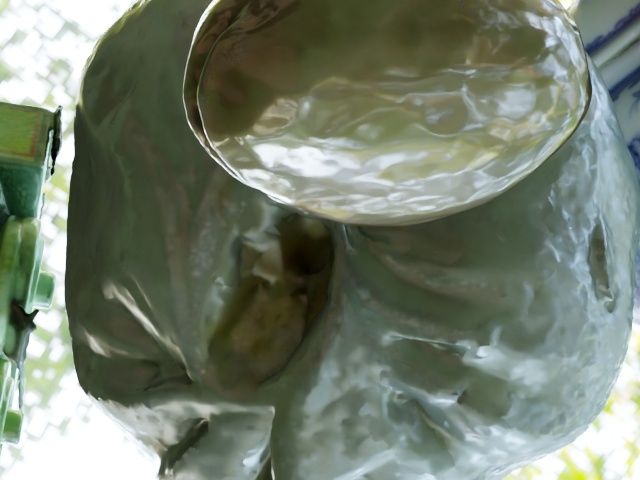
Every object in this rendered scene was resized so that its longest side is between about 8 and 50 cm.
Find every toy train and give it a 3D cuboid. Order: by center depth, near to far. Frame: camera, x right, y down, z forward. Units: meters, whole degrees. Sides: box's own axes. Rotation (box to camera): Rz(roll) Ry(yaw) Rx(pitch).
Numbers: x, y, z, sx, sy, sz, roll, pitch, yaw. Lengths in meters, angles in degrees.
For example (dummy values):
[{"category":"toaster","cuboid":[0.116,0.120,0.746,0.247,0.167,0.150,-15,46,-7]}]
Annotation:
[{"category":"toy train","cuboid":[-0.251,0.036,1.160,0.188,0.159,0.271,-92,-167,-54]}]

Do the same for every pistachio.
[{"category":"pistachio","cuboid":[0.026,-0.065,0.697,0.108,0.185,0.126,37,-65,44]}]

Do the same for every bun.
[{"category":"bun","cuboid":[-0.005,-0.004,0.972,0.354,0.194,0.354,3,-82,24]}]

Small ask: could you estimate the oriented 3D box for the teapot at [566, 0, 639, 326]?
[{"category":"teapot","cuboid":[0.235,-0.084,1.147,0.424,0.280,0.252,-37,-175,32]}]
